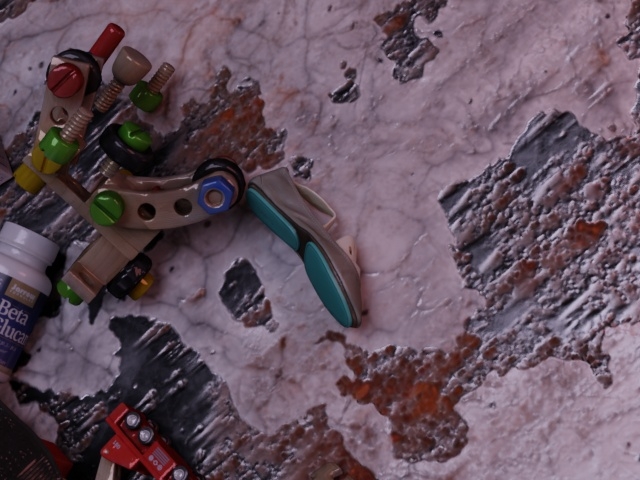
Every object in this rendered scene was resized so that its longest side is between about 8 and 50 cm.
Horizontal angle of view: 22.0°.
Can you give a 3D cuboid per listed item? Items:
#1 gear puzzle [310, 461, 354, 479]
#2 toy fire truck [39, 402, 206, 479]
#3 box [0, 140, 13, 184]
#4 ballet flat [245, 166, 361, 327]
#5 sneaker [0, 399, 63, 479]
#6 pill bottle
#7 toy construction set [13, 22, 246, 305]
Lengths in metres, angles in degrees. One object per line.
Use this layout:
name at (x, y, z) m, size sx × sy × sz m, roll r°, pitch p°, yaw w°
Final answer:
gear puzzle at (-0.087, 0.347, 1.593) m, size 0.339 × 0.044 × 0.175 m, roll -34°, pitch 20°, yaw -11°
toy fire truck at (-0.221, 0.251, 1.767) m, size 0.135 × 0.047 × 0.192 m, roll -47°, pitch 61°, yaw 2°
box at (-0.491, -0.083, 1.970) m, size 0.203 × 0.114 × 0.103 m, roll -31°, pitch 63°, yaw 11°
ballet flat at (0.000, 0.000, 1.756) m, size 0.068 × 0.072 × 0.213 m, roll -27°, pitch 61°, yaw -22°
sneaker at (-0.384, 0.260, 1.773) m, size 0.124 × 0.178 × 0.295 m, roll -25°, pitch 65°, yaw -36°
pill bottle at (-0.363, 0.068, 1.870) m, size 0.094 × 0.094 × 0.169 m, roll 20°, pitch 80°, yaw 28°
toy construction set at (-0.253, -0.074, 1.824) m, size 0.237 × 0.257 × 0.309 m, roll -50°, pitch 33°, yaw 18°
